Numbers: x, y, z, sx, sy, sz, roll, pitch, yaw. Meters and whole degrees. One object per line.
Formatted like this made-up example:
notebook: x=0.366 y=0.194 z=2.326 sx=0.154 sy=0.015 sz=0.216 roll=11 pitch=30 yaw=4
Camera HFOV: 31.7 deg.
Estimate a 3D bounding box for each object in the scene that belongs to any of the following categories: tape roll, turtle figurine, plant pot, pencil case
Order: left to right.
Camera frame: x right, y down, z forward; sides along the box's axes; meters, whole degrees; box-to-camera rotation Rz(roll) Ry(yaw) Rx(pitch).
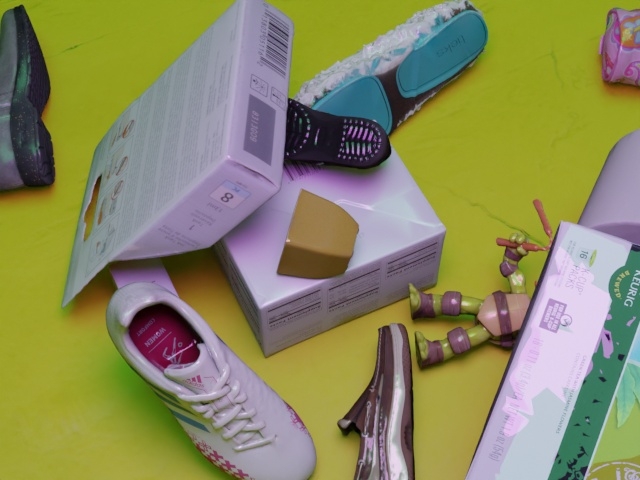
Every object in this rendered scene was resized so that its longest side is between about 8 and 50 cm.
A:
plant pot: x=0.000 y=0.000 z=1.372 sx=0.083 sy=0.081 sz=0.081 roll=17 pitch=59 yaw=-2
turtle figurine: x=0.227 y=0.087 z=1.475 sx=0.217 sy=0.087 sz=0.269 roll=-7 pitch=78 yaw=2
tape roll: x=0.457 y=-0.007 z=1.447 sx=0.246 sy=0.246 sz=0.169 roll=23 pitch=61 yaw=14
pencil case: x=0.570 y=-0.286 z=1.701 sx=0.284 sy=0.124 sz=0.124 roll=2 pitch=58 yaw=1

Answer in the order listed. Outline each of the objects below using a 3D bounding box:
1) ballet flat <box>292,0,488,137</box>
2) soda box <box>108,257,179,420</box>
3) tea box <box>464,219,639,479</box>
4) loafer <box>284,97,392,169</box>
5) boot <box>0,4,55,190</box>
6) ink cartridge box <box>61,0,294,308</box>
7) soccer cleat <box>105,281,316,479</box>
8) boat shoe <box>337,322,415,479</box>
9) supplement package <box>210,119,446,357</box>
ballet flat: x=0.076 y=-0.230 z=1.676 sx=0.409 sy=0.147 sz=0.147 roll=-35 pitch=64 yaw=-23
soda box: x=-0.203 y=0.120 z=1.468 sx=0.069 sy=0.074 sz=0.216 roll=-23 pitch=61 yaw=-14
tea box: x=0.364 y=0.198 z=1.279 sx=0.324 sy=0.220 sz=0.329 roll=20 pitch=80 yaw=11
loafer: x=-0.004 y=-0.128 z=1.459 sx=0.220 sy=0.078 sz=0.080 roll=18 pitch=88 yaw=29
boot: x=-0.517 y=-0.202 z=1.655 sx=0.223 sy=0.118 sz=0.338 roll=-11 pitch=54 yaw=-1
ink cartridge box: x=-0.189 y=-0.100 z=1.480 sx=0.091 sy=0.385 sz=0.308 roll=28 pitch=43 yaw=-28
soccer cleat: x=-0.127 y=0.183 z=1.321 sx=0.331 sy=0.143 sz=0.116 roll=46 pitch=80 yaw=-10
boat shoe: x=0.067 y=0.220 z=1.396 sx=0.095 sy=0.095 sz=0.257 roll=-2 pitch=58 yaw=6
supplement package: x=0.000 y=-0.005 z=1.504 sx=0.262 sy=0.145 sz=0.204 roll=-22 pitch=60 yaw=-13
